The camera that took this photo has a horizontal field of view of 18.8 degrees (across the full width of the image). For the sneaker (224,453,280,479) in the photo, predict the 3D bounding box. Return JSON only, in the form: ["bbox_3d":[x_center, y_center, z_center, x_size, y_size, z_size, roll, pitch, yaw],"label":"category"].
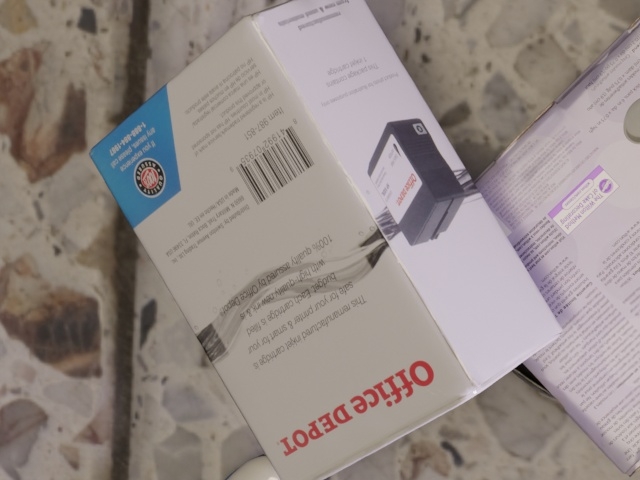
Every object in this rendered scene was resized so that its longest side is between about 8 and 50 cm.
[{"bbox_3d":[-0.097,0.270,1.536,0.085,0.086,0.237,41,99,9],"label":"sneaker"}]

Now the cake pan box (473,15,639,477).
[{"bbox_3d":[0.238,0.008,1.458,0.246,0.070,0.267,46,101,9],"label":"cake pan box"}]

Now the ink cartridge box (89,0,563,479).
[{"bbox_3d":[0.000,0.000,1.434,0.223,0.129,0.307,-34,85,43],"label":"ink cartridge box"}]
